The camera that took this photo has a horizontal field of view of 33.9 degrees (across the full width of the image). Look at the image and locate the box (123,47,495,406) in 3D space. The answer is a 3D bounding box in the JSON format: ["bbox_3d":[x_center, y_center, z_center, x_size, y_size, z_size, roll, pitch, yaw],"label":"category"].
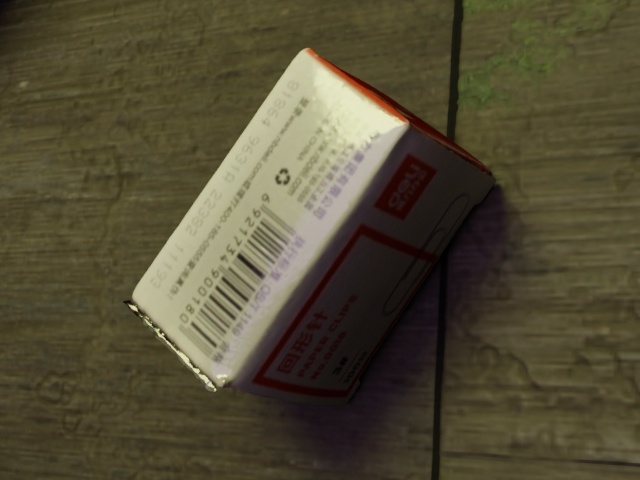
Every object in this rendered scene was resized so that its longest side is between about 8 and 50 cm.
[{"bbox_3d":[0.000,0.000,0.609,0.099,0.133,0.182,40,99,29],"label":"box"}]
